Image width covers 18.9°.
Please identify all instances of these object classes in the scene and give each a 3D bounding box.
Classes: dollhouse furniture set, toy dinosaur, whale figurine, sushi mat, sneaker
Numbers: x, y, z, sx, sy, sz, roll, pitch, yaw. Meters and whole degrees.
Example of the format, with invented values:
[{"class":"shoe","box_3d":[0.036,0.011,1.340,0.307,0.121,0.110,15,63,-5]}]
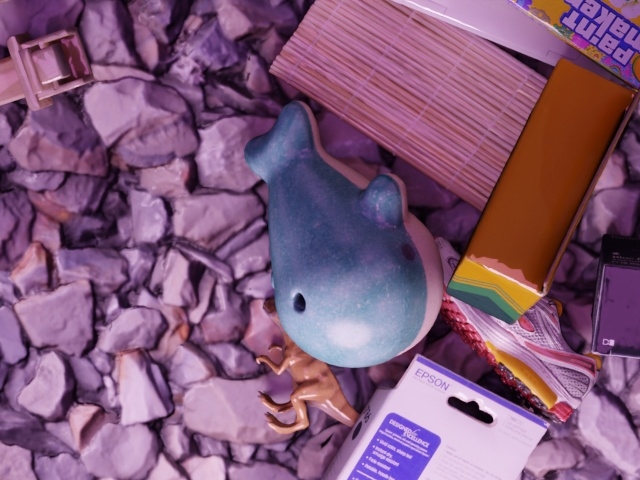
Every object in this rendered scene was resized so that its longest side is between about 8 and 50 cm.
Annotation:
[{"class":"dollhouse furniture set","box_3d":[-0.382,-0.244,1.825,0.174,0.355,0.303,-18,97,11]},{"class":"toy dinosaur","box_3d":[-0.003,0.156,1.988,0.112,0.064,0.211,-39,93,11]},{"class":"whale figurine","box_3d":[0.000,0.000,1.906,0.216,0.141,0.272,-39,78,45]},{"class":"sushi mat","box_3d":[0.118,-0.146,1.943,0.316,0.019,0.151,33,101,1]},{"class":"sneaker","box_3d":[0.190,0.079,1.948,0.093,0.088,0.225,-44,90,-10]}]

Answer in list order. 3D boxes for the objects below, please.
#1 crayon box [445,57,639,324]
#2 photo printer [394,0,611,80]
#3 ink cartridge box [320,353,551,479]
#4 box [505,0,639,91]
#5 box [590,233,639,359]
[{"class":"crayon box","box_3d":[0.199,-0.042,1.753,0.081,0.318,0.202,26,82,3]},{"class":"photo printer","box_3d":[0.222,-0.332,1.828,0.256,0.107,0.307,20,102,-13]},{"class":"ink cartridge box","box_3d":[0.081,0.276,1.979,0.165,0.065,0.333,29,104,-11]},{"class":"box","box_3d":[0.260,-0.312,1.689,0.290,0.177,0.279,32,99,-16]},{"class":"box","box_3d":[0.346,0.058,1.873,0.156,0.158,0.093,6,101,6]}]
